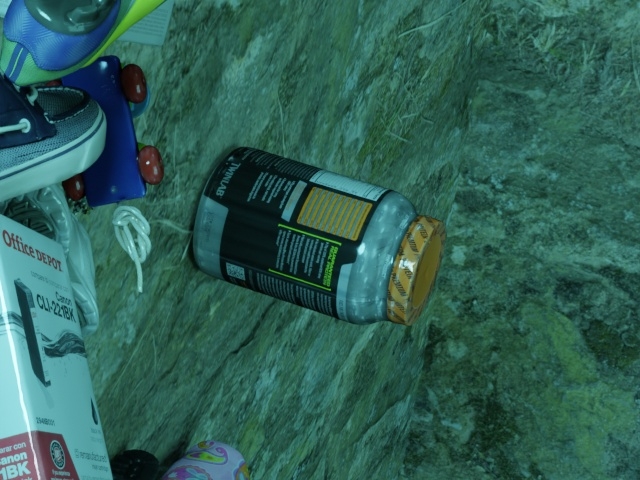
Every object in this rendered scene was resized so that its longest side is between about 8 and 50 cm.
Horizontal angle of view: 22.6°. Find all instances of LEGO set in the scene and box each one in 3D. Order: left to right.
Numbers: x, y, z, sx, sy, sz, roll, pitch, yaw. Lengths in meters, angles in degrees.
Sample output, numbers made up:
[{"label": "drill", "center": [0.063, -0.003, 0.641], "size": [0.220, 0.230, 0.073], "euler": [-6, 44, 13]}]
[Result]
[{"label": "LEGO set", "center": [-0.267, -0.050, 1.814], "size": [0.083, 0.023, 0.054], "euler": [-15, 122, -70]}]

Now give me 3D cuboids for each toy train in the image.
[{"label": "toy train", "center": [-0.211, -0.072, 1.727], "size": [0.143, 0.105, 0.248], "euler": [-46, 124, -82]}]

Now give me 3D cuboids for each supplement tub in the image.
[{"label": "supplement tub", "center": [0.000, 0.000, 2.212], "size": [0.193, 0.316, 0.193], "euler": [19, 90, -73]}]

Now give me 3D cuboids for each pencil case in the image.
[{"label": "pencil case", "center": [-0.208, 0.399, 2.319], "size": [0.284, 0.124, 0.124], "euler": [-43, 147, -57]}]

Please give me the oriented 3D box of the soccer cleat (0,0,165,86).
[{"label": "soccer cleat", "center": [-0.199, -0.225, 1.468], "size": [0.121, 0.093, 0.289], "euler": [-49, 178, 36]}]

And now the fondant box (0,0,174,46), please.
[{"label": "fondant box", "center": [-0.203, -0.366, 1.572], "size": [0.238, 0.096, 0.330], "euler": [-8, 116, -71]}]

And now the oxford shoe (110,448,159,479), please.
[{"label": "oxford shoe", "center": [-0.280, 0.379, 2.119], "size": [0.227, 0.083, 0.096], "euler": [-46, 154, -54]}]

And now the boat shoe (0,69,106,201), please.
[{"label": "boat shoe", "center": [-0.300, -0.129, 1.454], "size": [0.340, 0.127, 0.158], "euler": [-42, 139, -61]}]

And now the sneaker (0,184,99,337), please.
[{"label": "sneaker", "center": [-0.294, -0.006, 1.706], "size": [0.115, 0.090, 0.232], "euler": [-92, 175, -48]}]

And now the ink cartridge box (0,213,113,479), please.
[{"label": "ink cartridge box", "center": [-0.296, 0.125, 1.490], "size": [0.197, 0.114, 0.273], "euler": [42, 32, -75]}]
